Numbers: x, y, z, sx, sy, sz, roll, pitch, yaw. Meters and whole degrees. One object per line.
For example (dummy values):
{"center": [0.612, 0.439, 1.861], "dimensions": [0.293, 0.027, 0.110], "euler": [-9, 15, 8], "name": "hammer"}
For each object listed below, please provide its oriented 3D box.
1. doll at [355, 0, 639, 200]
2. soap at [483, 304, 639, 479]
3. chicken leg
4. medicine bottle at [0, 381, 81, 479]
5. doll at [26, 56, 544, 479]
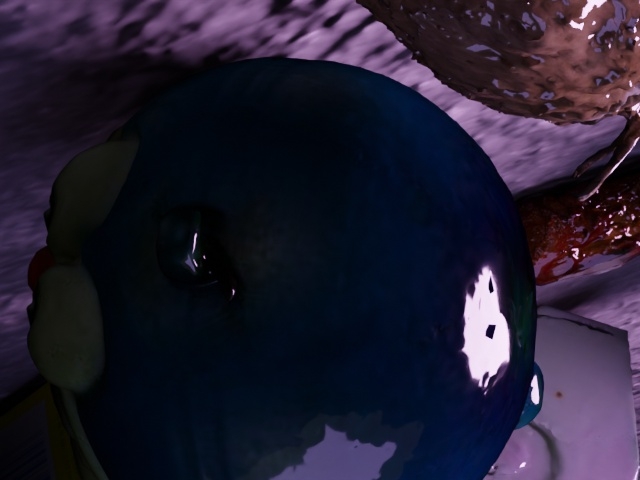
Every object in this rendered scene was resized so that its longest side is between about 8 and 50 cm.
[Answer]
{"center": [0.063, -0.097, 0.446], "dimensions": [0.105, 0.114, 0.221], "euler": [-14, 158, 22], "name": "doll"}
{"center": [0.081, 0.259, 1.093], "dimensions": [0.261, 0.446, 0.156], "euler": [18, 155, 12], "name": "soap"}
{"center": [0.137, -0.001, 0.879], "dimensions": [0.205, 0.053, 0.093], "euler": [-12, 176, -3], "name": "chicken leg"}
{"center": [-0.089, 0.130, 0.904], "dimensions": [0.137, 0.141, 0.250], "euler": [4, 152, -42], "name": "medicine bottle"}
{"center": [0.001, 0.035, 0.615], "dimensions": [0.186, 0.198, 0.322], "euler": [2, 171, 19], "name": "doll"}
